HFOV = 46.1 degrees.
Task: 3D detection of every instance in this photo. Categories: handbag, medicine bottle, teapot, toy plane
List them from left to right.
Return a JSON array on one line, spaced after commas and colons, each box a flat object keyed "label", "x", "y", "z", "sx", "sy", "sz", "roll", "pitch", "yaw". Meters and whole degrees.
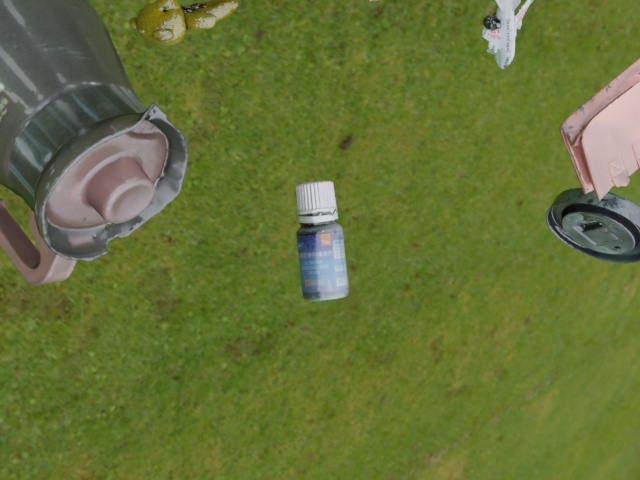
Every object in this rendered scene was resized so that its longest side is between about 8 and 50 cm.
[{"label": "teapot", "x": -0.390, "y": -0.139, "z": 1.080, "sx": 0.305, "sy": 0.362, "sz": 0.376, "roll": -7, "pitch": 137, "yaw": -55}, {"label": "medicine bottle", "x": 0.000, "y": 0.000, "z": 1.299, "sx": 0.083, "sy": 0.083, "sz": 0.203, "roll": -5, "pitch": 89, "yaw": -54}, {"label": "toy plane", "x": 0.364, "y": -0.420, "z": 1.493, "sx": 0.162, "sy": 0.065, "sz": 0.171, "roll": -38, "pitch": 148, "yaw": -29}, {"label": "handbag", "x": 0.493, "y": -0.182, "z": 1.206, "sx": 0.212, "sy": 0.059, "sz": 0.157, "roll": -38, "pitch": 123, "yaw": -7}]

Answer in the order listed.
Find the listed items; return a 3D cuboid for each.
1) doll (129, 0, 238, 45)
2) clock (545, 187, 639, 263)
[{"label": "doll", "x": -0.267, "y": -0.454, "z": 1.492, "sx": 0.209, "sy": 0.137, "sz": 0.097, "roll": -30, "pitch": 129, "yaw": -28}, {"label": "clock", "x": 0.568, "y": -0.029, "z": 1.524, "sx": 0.042, "sy": 0.215, "sz": 0.215, "roll": -60, "pitch": 151, "yaw": -19}]
